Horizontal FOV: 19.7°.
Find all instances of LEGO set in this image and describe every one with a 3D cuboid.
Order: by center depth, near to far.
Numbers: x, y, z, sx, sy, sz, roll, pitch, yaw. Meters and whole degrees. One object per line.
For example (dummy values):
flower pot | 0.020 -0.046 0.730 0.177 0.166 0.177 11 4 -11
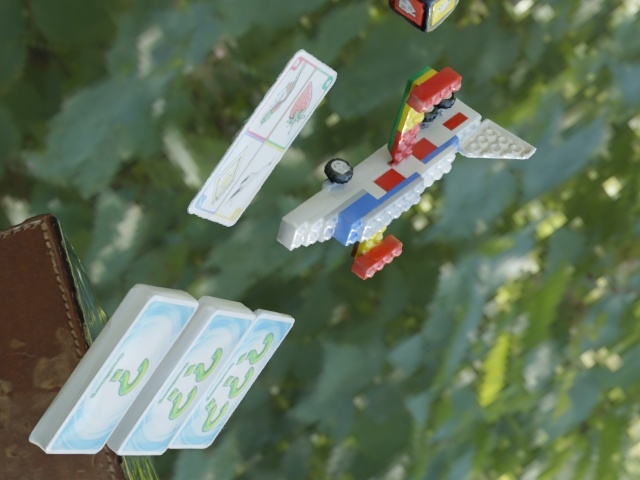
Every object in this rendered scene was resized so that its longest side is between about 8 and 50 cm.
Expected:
LEGO set | 0.000 0.000 0.774 0.244 0.060 0.182 -55 161 5

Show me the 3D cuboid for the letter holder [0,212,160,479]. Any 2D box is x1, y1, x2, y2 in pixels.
letter holder | -0.183 0.176 0.933 0.214 0.302 0.152 -19 150 -2
